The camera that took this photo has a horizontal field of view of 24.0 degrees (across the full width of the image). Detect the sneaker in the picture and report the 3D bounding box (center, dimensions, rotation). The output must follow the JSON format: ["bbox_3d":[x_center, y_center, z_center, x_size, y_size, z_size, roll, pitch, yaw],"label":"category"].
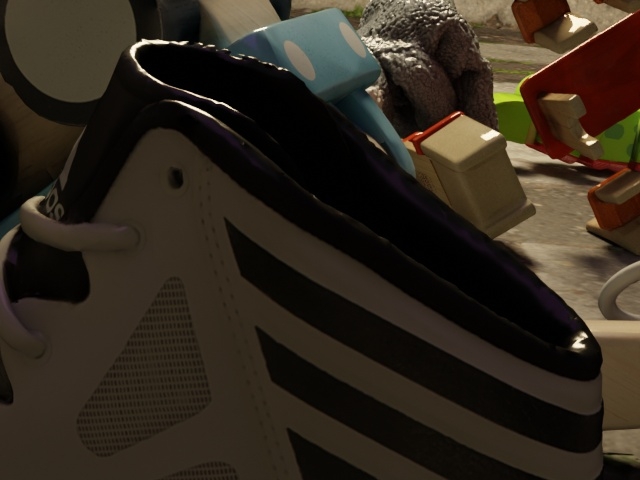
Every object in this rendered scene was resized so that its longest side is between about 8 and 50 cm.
[{"bbox_3d":[-0.116,0.049,0.531,0.447,0.258,0.169,7,15,9],"label":"sneaker"}]

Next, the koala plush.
[{"bbox_3d":[0.046,-0.155,1.554,0.221,0.203,0.196,-20,26,-33],"label":"koala plush"}]

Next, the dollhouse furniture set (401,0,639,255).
[{"bbox_3d":[0.207,-0.113,1.328,0.259,0.262,0.135,-31,22,-11],"label":"dollhouse furniture set"}]

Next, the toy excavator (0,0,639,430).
[{"bbox_3d":[0.000,0.000,0.895,0.433,0.445,0.222,-34,2,21],"label":"toy excavator"}]

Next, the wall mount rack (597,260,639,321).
[{"bbox_3d":[0.375,-0.011,1.091,0.350,0.131,0.304,-11,-28,13],"label":"wall mount rack"}]

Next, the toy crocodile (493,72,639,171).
[{"bbox_3d":[0.321,-0.120,1.675,0.340,0.105,0.115,5,13,-21],"label":"toy crocodile"}]
